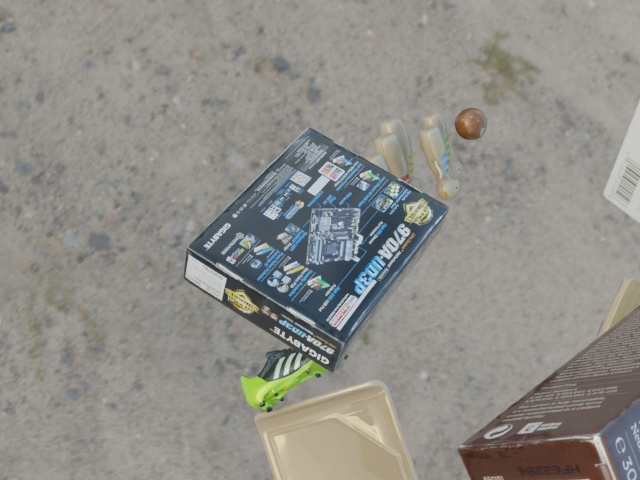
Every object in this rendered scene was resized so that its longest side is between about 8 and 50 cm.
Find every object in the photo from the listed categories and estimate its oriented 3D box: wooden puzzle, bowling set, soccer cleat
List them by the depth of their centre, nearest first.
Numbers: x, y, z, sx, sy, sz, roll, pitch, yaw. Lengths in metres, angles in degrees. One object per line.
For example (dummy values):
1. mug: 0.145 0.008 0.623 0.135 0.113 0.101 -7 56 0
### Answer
1. soccer cleat: -0.037 0.179 1.426 0.179 0.060 0.072 -32 55 -3
2. wooden puzzle: 0.035 0.338 1.429 0.044 0.221 0.238 -19 89 -67
3. bowling set: 0.192 -0.121 1.623 0.287 0.200 0.154 -60 133 -63

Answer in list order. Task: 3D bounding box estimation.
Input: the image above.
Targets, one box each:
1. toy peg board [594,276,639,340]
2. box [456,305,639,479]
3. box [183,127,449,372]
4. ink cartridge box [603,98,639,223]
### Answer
1. toy peg board: 0.352 0.138 1.059 0.161 0.079 0.161 23 91 -12
2. box: 0.305 0.166 0.811 0.381 0.143 0.191 -26 95 -42
3. box: 0.000 0.000 0.957 0.175 0.051 0.220 31 50 13
4. ink cartridge box: 0.486 -0.089 1.189 0.060 0.275 0.239 -32 59 -26
